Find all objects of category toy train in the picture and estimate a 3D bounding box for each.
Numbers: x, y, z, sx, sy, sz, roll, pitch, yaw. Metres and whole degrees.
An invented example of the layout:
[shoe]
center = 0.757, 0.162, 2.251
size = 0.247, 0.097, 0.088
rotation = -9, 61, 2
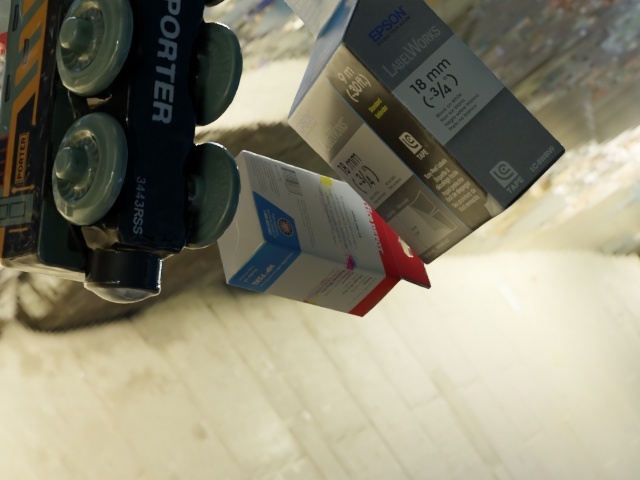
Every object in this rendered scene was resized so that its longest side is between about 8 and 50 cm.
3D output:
[toy train]
center = -0.154, -0.119, 1.009
size = 0.142, 0.190, 0.333
rotation = 11, 77, -44

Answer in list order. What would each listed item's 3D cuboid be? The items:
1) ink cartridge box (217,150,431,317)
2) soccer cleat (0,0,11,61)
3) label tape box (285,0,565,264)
[ink cartridge box]
center = 0.000, 0.000, 1.551
size = 0.231, 0.078, 0.134
rotation = 17, 42, -34
[soccer cleat]
center = -0.330, -0.215, 1.229
size = 0.248, 0.095, 0.083
rotation = 11, -1, -14
[label tape box]
center = 0.062, -0.149, 1.453
size = 0.333, 0.106, 0.240
rotation = 46, -20, 1
